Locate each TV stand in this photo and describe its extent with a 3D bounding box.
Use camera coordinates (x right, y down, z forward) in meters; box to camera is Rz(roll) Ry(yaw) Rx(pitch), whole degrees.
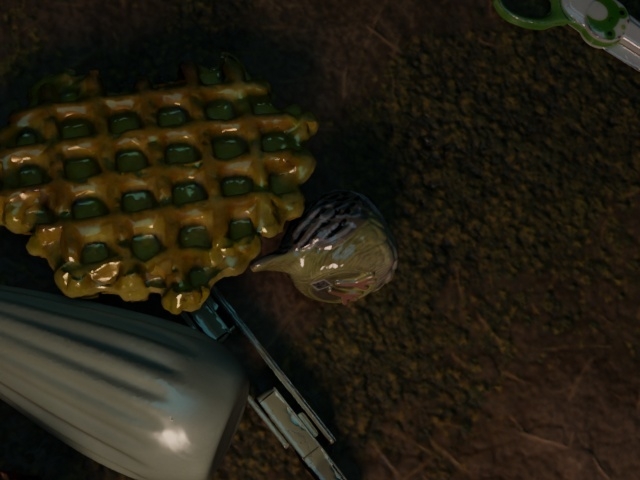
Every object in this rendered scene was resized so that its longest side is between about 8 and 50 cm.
[{"bbox_3d":[-0.045,0.128,1.316,0.042,0.036,0.249,-37,85,-17],"label":"TV stand"}]

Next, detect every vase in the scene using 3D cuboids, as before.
[{"bbox_3d":[-0.185,0.104,1.257,0.248,0.128,0.128,22,74,6],"label":"vase"}]

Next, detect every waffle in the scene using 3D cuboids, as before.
[{"bbox_3d":[-0.143,-0.064,1.304,0.291,0.051,0.291,2,56,-2],"label":"waffle"}]

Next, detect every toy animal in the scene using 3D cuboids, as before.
[{"bbox_3d":[0.000,0.000,1.322,0.137,0.098,0.098,9,75,-27],"label":"toy animal"}]

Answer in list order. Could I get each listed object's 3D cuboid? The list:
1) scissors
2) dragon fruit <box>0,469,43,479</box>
[{"bbox_3d":[0.257,-0.201,1.449,0.204,0.027,0.101,35,75,2],"label":"scissors"},{"bbox_3d":[-0.250,0.270,1.184,0.182,0.182,0.188,19,61,-5],"label":"dragon fruit"}]
